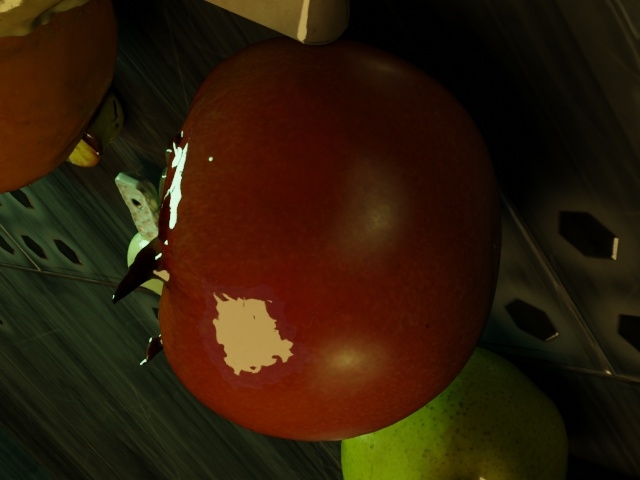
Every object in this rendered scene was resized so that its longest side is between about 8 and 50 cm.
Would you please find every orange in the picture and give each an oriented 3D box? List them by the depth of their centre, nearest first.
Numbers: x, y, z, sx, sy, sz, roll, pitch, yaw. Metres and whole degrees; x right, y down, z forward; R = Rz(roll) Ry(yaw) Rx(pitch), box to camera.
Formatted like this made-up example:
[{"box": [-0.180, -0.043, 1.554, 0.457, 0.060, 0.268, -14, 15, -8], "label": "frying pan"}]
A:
[{"box": [-0.288, -0.168, 0.919, 0.284, 0.226, 0.284, 28, 145, 22], "label": "orange"}]

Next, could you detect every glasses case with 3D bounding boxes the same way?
[{"box": [-0.051, -0.203, 0.739, 0.193, 0.070, 0.102, 27, 125, 31], "label": "glasses case"}]

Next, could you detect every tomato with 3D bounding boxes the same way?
[{"box": [0.000, 0.000, 0.761, 0.224, 0.256, 0.256, 3, 145, 11], "label": "tomato"}]

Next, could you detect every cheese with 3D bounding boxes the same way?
[{"box": [-0.162, 0.011, 1.250, 0.127, 0.050, 0.235, 29, 154, 26], "label": "cheese"}]

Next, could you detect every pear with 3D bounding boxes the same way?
[{"box": [0.110, 0.173, 0.987, 0.198, 0.198, 0.198, 32, 154, 18], "label": "pear"}]

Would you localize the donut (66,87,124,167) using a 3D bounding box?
[{"box": [-0.242, -0.132, 1.118, 0.140, 0.059, 0.140, 32, 154, 17], "label": "donut"}]

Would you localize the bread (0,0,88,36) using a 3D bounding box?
[{"box": [-0.139, -0.245, 0.589, 0.238, 0.196, 0.252, 64, 155, 23], "label": "bread"}]
